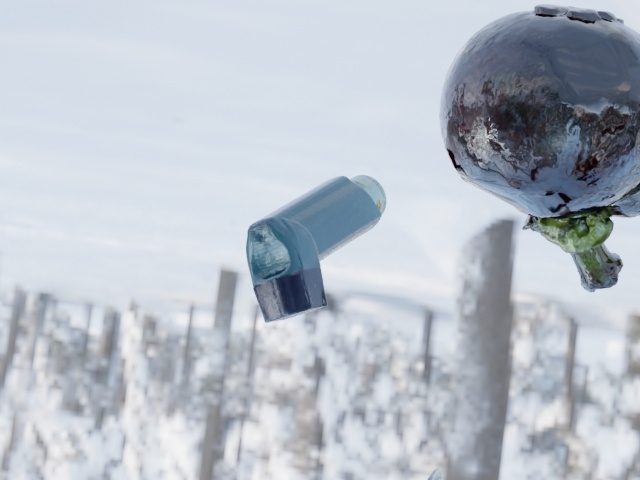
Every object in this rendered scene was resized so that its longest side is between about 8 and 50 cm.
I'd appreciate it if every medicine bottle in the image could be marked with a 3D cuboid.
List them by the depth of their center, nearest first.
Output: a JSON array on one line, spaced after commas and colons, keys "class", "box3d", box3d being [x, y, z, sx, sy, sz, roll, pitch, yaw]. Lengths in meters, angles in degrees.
[{"class": "medicine bottle", "box3d": [0.000, 0.000, 1.950, 0.079, 0.124, 0.258, -22, -171, 36]}]

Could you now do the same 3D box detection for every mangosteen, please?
[{"class": "mangosteen", "box3d": [0.233, -0.083, 1.542, 0.231, 0.289, 0.231, -8, -167, 2]}]

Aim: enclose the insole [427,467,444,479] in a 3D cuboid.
[{"class": "insole", "box3d": [0.088, 0.253, 1.333, 0.006, 0.065, 0.193, -6, -158, 16]}]
